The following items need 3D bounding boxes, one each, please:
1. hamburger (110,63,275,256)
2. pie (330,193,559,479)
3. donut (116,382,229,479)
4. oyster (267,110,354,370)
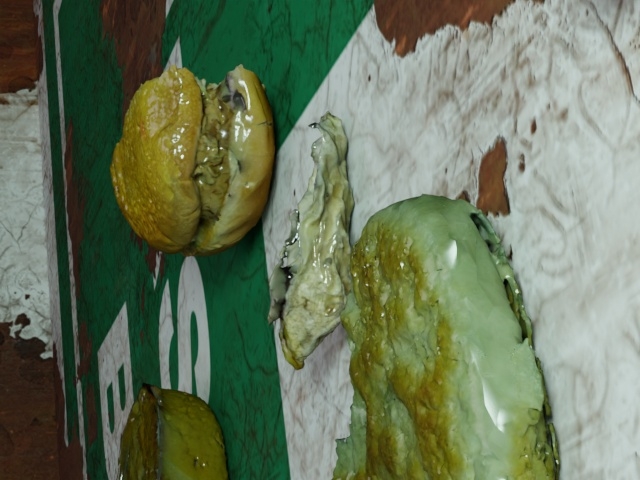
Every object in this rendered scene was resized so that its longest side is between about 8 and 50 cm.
[{"bbox_3d":[-0.126,-0.062,1.516,0.283,0.143,0.157,127,129,-62],"label":"hamburger"},{"bbox_3d":[0.075,0.152,1.019,0.296,0.078,0.371,-120,33,-57],"label":"pie"},{"bbox_3d":[-0.172,0.301,1.716,0.272,0.107,0.272,-175,90,-71],"label":"donut"},{"bbox_3d":[0.002,-0.008,1.261,0.133,0.072,0.209,109,174,-57],"label":"oyster"}]
